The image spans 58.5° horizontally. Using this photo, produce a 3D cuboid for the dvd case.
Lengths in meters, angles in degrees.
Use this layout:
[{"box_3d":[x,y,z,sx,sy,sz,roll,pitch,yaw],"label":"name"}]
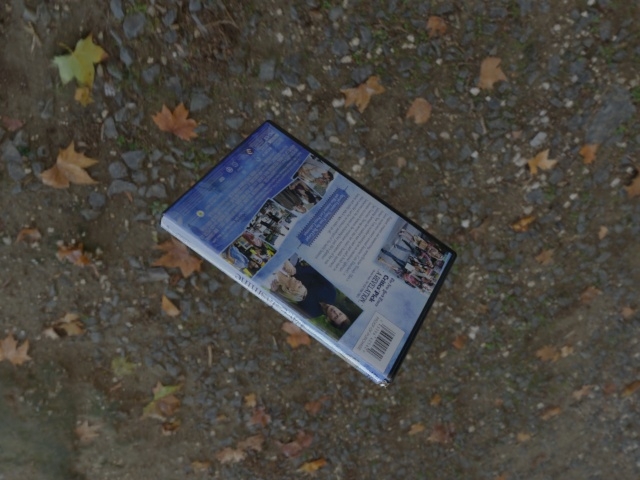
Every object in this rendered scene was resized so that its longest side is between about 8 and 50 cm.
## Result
[{"box_3d":[0.000,0.000,0.560,0.253,0.180,0.022,36,140,3],"label":"dvd case"}]
